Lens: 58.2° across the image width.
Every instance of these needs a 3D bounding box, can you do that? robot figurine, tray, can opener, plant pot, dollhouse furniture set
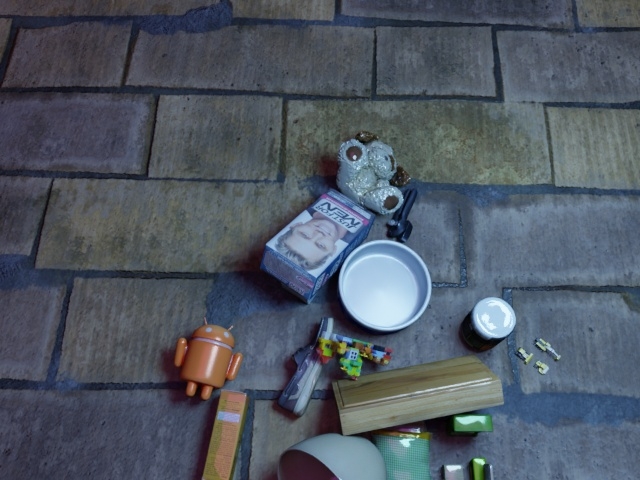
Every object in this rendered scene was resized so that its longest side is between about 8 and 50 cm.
[{"bbox_3d":[-0.315,0.329,1.599,0.158,0.128,0.220,2,66,28],"label":"robot figurine"},{"bbox_3d":[0.243,0.397,1.516,0.410,0.203,0.076,-11,98,-3],"label":"tray"},{"bbox_3d":[0.259,-0.085,1.804,0.059,0.073,0.186,-5,57,42],"label":"can opener"},{"bbox_3d":[0.058,0.595,1.432,0.190,0.284,0.284,-25,66,-41],"label":"plant pot"},{"bbox_3d":[0.282,0.557,1.482,0.301,0.151,0.198,0,68,1],"label":"dollhouse furniture set"}]

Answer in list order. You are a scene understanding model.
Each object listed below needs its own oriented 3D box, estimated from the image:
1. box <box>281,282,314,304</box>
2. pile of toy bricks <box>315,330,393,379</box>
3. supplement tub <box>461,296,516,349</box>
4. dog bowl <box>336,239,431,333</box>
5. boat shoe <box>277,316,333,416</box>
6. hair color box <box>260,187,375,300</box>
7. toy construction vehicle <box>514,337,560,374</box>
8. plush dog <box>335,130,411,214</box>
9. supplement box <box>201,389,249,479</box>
[{"bbox_3d":[-0.054,0.117,1.695,0.101,0.102,0.087,32,74,14],"label":"box"},{"bbox_3d":[0.094,0.323,1.561,0.212,0.118,0.105,20,80,-36],"label":"pile of toy bricks"},{"bbox_3d":[0.457,0.236,1.588,0.116,0.190,0.117,0,68,0],"label":"supplement tub"},{"bbox_3d":[0.180,0.138,1.668,0.264,0.104,0.265,1,72,-3],"label":"dog bowl"},{"bbox_3d":[-0.040,0.341,1.605,0.092,0.103,0.285,19,75,4],"label":"boat shoe"},{"bbox_3d":[0.000,0.000,1.664,0.173,0.105,0.347,32,45,13],"label":"hair color box"},{"bbox_3d":[0.619,0.323,1.633,0.086,0.035,0.098,-41,73,-14],"label":"toy construction vehicle"},{"bbox_3d":[0.155,-0.216,1.810,0.262,0.210,0.225,50,59,-10],"label":"plush dog"},{"bbox_3d":[-0.252,0.527,1.545,0.080,0.078,0.234,7,68,4],"label":"supplement box"}]
